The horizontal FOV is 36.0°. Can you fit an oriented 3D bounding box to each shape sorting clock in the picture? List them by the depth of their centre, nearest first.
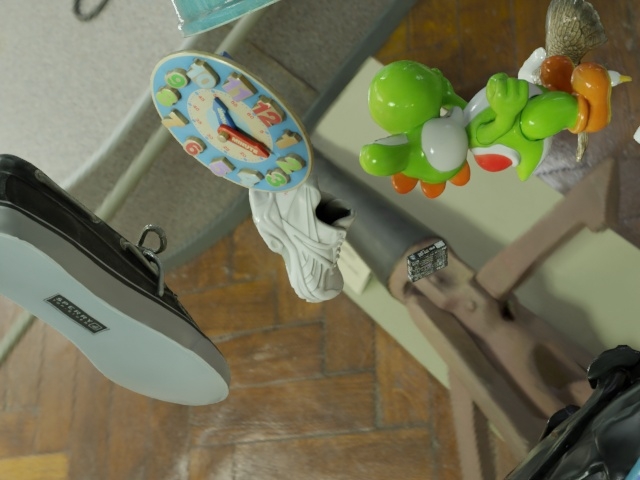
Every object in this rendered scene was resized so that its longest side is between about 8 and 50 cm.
[{"bbox_3d":[-0.100,-0.125,1.087,0.206,0.206,0.040,5,49,34],"label":"shape sorting clock"}]

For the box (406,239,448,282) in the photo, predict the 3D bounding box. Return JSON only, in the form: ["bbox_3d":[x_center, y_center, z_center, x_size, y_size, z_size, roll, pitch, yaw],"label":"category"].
[{"bbox_3d":[0.210,0.041,1.929,0.083,0.067,0.018,-26,52,-12],"label":"box"}]

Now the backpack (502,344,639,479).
[{"bbox_3d":[0.099,0.257,0.424,0.355,0.290,0.273,-35,72,-19],"label":"backpack"}]

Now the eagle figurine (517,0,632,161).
[{"bbox_3d":[0.433,-0.292,1.742,0.225,0.298,0.226,-30,69,25],"label":"eagle figurine"}]

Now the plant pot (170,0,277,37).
[{"bbox_3d":[-0.028,-0.305,0.628,0.272,0.255,0.271,-25,17,8],"label":"plant pot"}]

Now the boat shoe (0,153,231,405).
[{"bbox_3d":[-0.183,0.041,0.865,0.113,0.306,0.105,-22,43,34],"label":"boat shoe"}]

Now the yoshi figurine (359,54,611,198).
[{"bbox_3d":[0.221,-0.204,1.432,0.362,0.203,0.203,-17,60,-9],"label":"yoshi figurine"}]

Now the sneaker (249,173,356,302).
[{"bbox_3d":[0.000,0.000,1.269,0.115,0.232,0.090,-19,52,11],"label":"sneaker"}]

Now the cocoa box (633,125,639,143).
[{"bbox_3d":[0.720,-0.164,1.520,0.228,0.231,0.347,-61,34,9],"label":"cocoa box"}]
